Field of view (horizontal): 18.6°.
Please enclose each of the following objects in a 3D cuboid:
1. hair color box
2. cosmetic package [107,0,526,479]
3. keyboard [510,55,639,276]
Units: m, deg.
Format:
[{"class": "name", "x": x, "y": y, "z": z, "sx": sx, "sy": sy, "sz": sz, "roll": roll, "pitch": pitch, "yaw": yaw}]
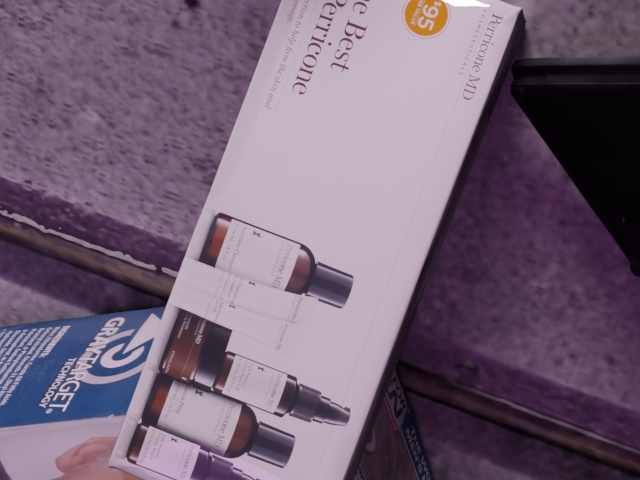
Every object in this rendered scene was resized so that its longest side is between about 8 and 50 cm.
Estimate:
[{"class": "hair color box", "x": -0.121, "y": 0.137, "z": 0.999, "sx": 0.347, "sy": 0.105, "sz": 0.174, "roll": -8, "pitch": 117, "yaw": 24}, {"class": "cosmetic package", "x": 0.000, "y": 0.000, "z": 0.826, "sx": 0.099, "sy": 0.060, "sz": 0.239, "roll": 20, "pitch": 92, "yaw": 5}, {"class": "keyboard", "x": 0.207, "y": 0.005, "z": 0.729, "sx": 0.201, "sy": 0.033, "sz": 0.317, "roll": 52, "pitch": 163, "yaw": -21}]
